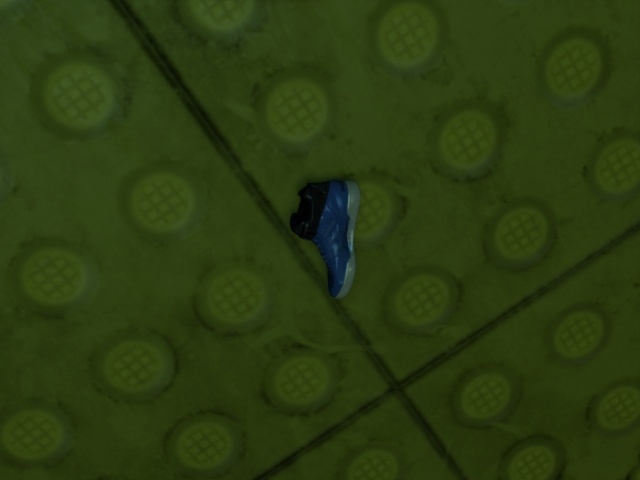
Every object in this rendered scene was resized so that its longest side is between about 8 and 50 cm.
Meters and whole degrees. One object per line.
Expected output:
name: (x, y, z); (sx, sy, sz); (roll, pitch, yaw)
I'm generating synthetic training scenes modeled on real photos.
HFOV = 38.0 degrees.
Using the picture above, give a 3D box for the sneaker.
sneaker: (0.000, 0.000, 1.156); (0.084, 0.058, 0.152); (-1, 108, -20)
